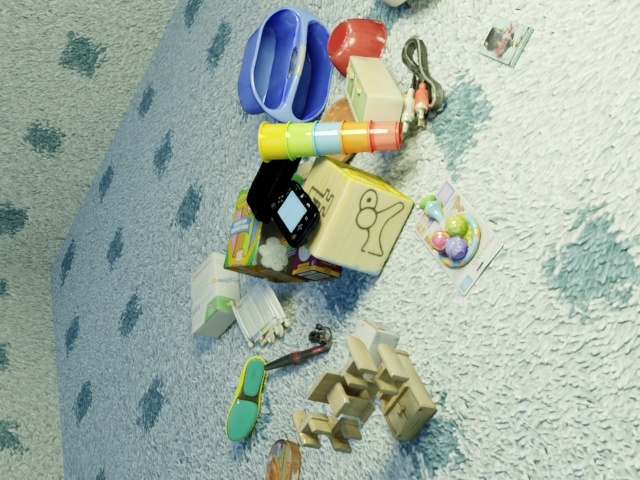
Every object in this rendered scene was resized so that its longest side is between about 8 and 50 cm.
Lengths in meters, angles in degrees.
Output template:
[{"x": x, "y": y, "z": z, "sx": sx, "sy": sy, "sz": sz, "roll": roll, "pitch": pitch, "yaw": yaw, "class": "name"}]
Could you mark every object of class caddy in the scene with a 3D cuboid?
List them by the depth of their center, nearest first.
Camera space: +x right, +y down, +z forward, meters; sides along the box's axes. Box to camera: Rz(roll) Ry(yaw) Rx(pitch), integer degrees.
[{"x": -0.090, "y": -0.484, "z": 2.234, "sx": 0.179, "sy": 0.241, "sz": 0.341, "roll": -12, "pitch": 65, "yaw": 62, "class": "caddy"}]

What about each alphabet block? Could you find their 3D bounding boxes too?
[{"x": 0.064, "y": -0.060, "z": 1.827, "sx": 0.193, "sy": 0.192, "sz": 0.197, "roll": 43, "pitch": 110, "yaw": 54, "class": "alphabet block"}]

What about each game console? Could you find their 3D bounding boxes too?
[{"x": -0.078, "y": -0.112, "z": 1.858, "sx": 0.213, "sy": 0.044, "sz": 0.361, "roll": -62, "pitch": 30, "yaw": 17, "class": "game console"}]

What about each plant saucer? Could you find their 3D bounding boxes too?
[{"x": 0.054, "y": -0.280, "z": 2.096, "sx": 0.200, "sy": 0.037, "sz": 0.200, "roll": -30, "pitch": 51, "yaw": 47, "class": "plant saucer"}]

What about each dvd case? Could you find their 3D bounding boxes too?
[{"x": 0.389, "y": -0.419, "z": 1.665, "sx": 0.087, "sy": 0.013, "sz": 0.119, "roll": -63, "pitch": 33, "yaw": 15, "class": "dvd case"}]

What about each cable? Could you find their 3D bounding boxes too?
[{"x": 0.222, "y": -0.378, "z": 1.842, "sx": 0.139, "sy": 0.072, "sz": 0.287, "roll": -39, "pitch": 46, "yaw": 53, "class": "cable"}]

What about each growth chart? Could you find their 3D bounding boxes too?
[{"x": -0.167, "y": 0.206, "z": 2.157, "sx": 0.237, "sy": 0.021, "sz": 0.172, "roll": -37, "pitch": 72, "yaw": 49, "class": "growth chart"}]

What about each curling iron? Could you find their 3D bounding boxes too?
[{"x": -0.058, "y": 0.281, "z": 1.994, "sx": 0.274, "sy": 0.035, "sz": 0.068, "roll": -37, "pitch": 42, "yaw": 43, "class": "curling iron"}]

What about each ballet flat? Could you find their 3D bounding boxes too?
[{"x": -0.198, "y": 0.421, "z": 2.121, "sx": 0.077, "sy": 0.077, "sz": 0.231, "roll": 157, "pitch": 129, "yaw": -77, "class": "ballet flat"}]

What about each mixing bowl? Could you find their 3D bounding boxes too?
[{"x": 0.083, "y": -0.521, "z": 2.113, "sx": 0.181, "sy": 0.098, "sz": 0.181, "roll": -32, "pitch": 49, "yaw": 46, "class": "mixing bowl"}]

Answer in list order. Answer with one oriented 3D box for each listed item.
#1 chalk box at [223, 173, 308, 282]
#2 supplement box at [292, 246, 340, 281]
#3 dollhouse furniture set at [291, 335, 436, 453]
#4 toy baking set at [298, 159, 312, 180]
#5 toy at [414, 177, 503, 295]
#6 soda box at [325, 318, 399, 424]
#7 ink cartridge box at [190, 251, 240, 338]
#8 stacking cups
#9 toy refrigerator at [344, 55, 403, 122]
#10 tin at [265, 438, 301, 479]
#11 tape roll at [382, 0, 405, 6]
[{"x": -0.119, "y": -0.046, "z": 2.117, "sx": 0.179, "sy": 0.180, "sz": 0.289, "roll": -7, "pitch": 68, "yaw": 56, "class": "chalk box"}, {"x": 0.000, "y": 0.000, "z": 1.999, "sx": 0.104, "sy": 0.081, "sz": 0.188, "roll": -16, "pitch": 61, "yaw": 54, "class": "supplement box"}, {"x": 0.083, "y": 0.290, "z": 1.570, "sx": 0.212, "sy": 0.242, "sz": 0.161, "roll": -57, "pitch": 34, "yaw": 23, "class": "dollhouse furniture set"}, {"x": -0.075, "y": -0.227, "z": 2.285, "sx": 0.256, "sy": 0.030, "sz": 0.196, "roll": 13, "pitch": 82, "yaw": 56, "class": "toy baking set"}, {"x": 0.261, "y": -0.015, "z": 1.622, "sx": 0.137, "sy": 0.056, "sz": 0.237, "roll": -58, "pitch": 34, "yaw": 24, "class": "toy"}, {"x": 0.090, "y": 0.286, "z": 1.729, "sx": 0.074, "sy": 0.069, "sz": 0.216, "roll": 31, "pitch": 101, "yaw": 58, "class": "soda box"}, {"x": -0.320, "y": 0.166, "z": 2.406, "sx": 0.154, "sy": 0.093, "sz": 0.212, "roll": -44, "pitch": 43, "yaw": 36, "class": "ink cartridge box"}, {"x": 0.022, "y": -0.221, "z": 1.777, "sx": 0.316, "sy": 0.096, "sz": 0.096, "roll": 2, "pitch": 72, "yaw": 16, "class": "stacking cups"}, {"x": 0.119, "y": -0.347, "z": 1.897, "sx": 0.269, "sy": 0.094, "sz": 0.102, "roll": -101, "pitch": 17, "yaw": -57, "class": "toy refrigerator"}, {"x": -0.092, "y": 0.575, "z": 1.902, "sx": 0.106, "sy": 0.040, "sz": 0.189, "roll": -18, "pitch": 60, "yaw": 58, "class": "tin"}, {"x": 0.243, "y": -0.755, "z": 1.918, "sx": 0.392, "sy": 0.072, "sz": 0.392, "roll": -51, "pitch": 23, "yaw": 32, "class": "tape roll"}]
